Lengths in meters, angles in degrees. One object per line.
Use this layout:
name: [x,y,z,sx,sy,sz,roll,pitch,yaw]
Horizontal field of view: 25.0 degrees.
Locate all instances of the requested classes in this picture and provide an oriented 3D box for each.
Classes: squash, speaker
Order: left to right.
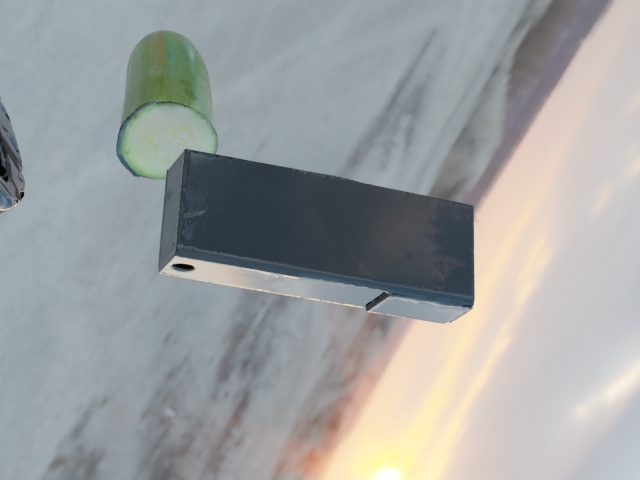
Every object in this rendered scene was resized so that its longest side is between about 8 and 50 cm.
squash: [-0.148,-0.147,1.399,0.188,0.095,0.095,-97,-151,-51]
speaker: [0.000,0.000,0.996,0.044,0.218,0.082,140,-44,-60]

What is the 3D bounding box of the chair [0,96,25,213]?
chair: [-0.187,-0.082,0.407,0.113,0.106,0.229,-25,134,0]
